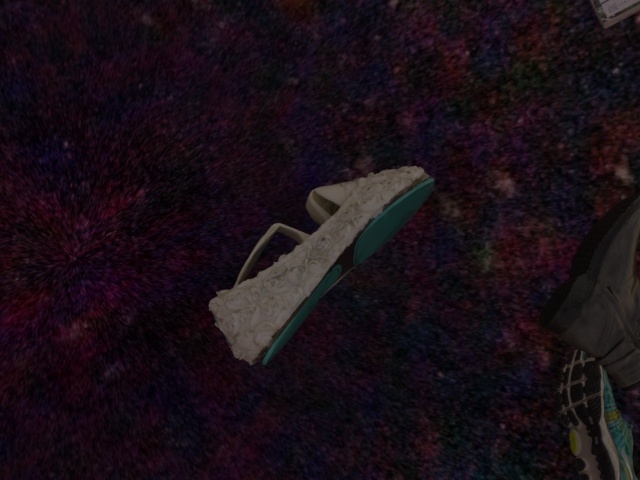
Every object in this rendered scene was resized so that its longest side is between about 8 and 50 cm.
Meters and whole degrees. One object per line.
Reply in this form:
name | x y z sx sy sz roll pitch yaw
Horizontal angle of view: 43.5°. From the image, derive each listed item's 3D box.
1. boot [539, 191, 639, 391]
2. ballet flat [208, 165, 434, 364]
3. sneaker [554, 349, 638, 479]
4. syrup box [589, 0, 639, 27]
boot | 0.418 0.069 1.086 0.161 0.083 0.246 36 76 -1
ballet flat | 0.000 0.000 1.150 0.409 0.147 0.147 -44 101 -24
sneaker | 0.504 0.329 1.451 0.110 0.107 0.275 7 69 -34
syrup box | 0.422 -0.452 1.216 0.093 0.096 0.236 -26 89 22
